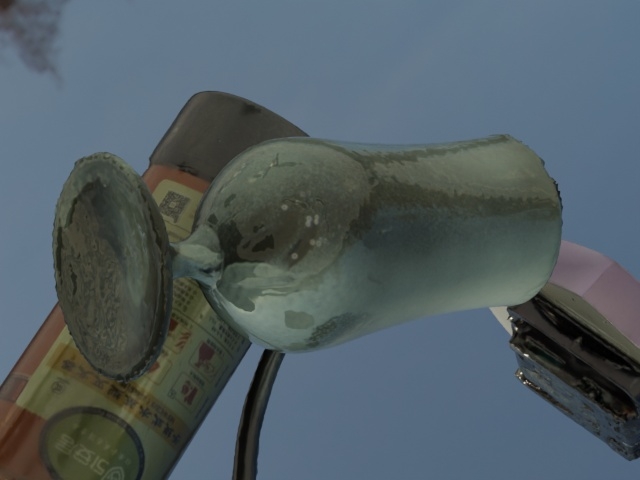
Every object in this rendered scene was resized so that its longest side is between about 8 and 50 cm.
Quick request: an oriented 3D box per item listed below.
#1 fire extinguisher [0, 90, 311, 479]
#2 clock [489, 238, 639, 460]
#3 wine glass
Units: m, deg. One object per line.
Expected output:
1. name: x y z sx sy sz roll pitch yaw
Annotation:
1. fire extinguisher: -0.099 0.108 1.110 0.376 0.200 0.113 -56 -179 -17
2. clock: 0.167 0.071 1.137 0.198 0.172 0.064 35 -104 27
3. wine glass: 0.000 0.000 0.886 0.231 0.103 0.103 -8 -164 -34
